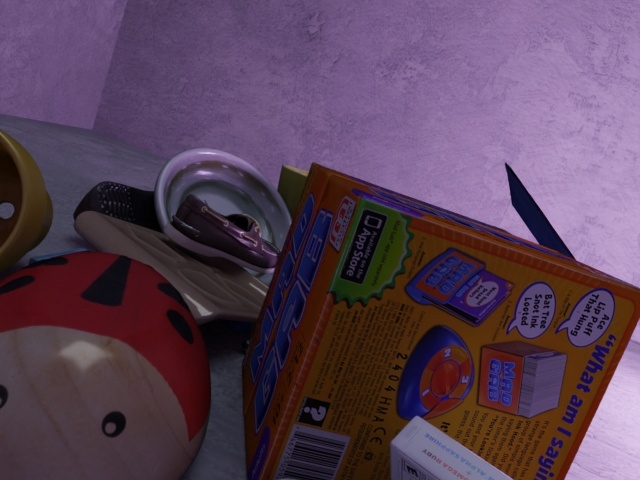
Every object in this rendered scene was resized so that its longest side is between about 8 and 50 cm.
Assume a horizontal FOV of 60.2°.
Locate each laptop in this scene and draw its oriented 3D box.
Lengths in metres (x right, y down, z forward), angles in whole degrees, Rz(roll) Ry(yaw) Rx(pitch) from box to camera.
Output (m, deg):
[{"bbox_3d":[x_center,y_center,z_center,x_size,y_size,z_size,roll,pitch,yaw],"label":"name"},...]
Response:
[{"bbox_3d":[0.395,0.120,1.070,0.236,0.408,0.382,25,2,22],"label":"laptop"}]

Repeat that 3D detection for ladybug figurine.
[{"bbox_3d":[-0.265,0.124,0.633,0.305,0.162,0.449,16,10,-18],"label":"ladybug figurine"}]

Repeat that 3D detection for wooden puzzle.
[{"bbox_3d":[-0.243,0.076,1.030,0.322,0.081,0.348,33,6,22],"label":"wooden puzzle"}]

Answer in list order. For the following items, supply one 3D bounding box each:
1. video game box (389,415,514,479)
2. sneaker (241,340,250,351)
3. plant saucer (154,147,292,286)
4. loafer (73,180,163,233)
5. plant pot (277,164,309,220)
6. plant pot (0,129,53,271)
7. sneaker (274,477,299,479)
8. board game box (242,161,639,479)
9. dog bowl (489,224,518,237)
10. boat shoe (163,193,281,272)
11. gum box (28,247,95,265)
[{"bbox_3d":[0.149,0.281,0.498,0.048,0.205,0.187,-33,44,-31],"label":"video game box"},{"bbox_3d":[-0.088,0.188,0.990,0.109,0.044,0.040,13,13,-26],"label":"sneaker"},{"bbox_3d":[-0.248,-0.043,1.400,0.400,0.100,0.401,26,47,-31],"label":"plant saucer"},{"bbox_3d":[-0.443,-0.054,1.351,0.130,0.134,0.366,-16,-20,23],"label":"loafer"},{"bbox_3d":[-0.030,-0.039,1.626,0.274,0.294,0.275,20,9,-3],"label":"plant pot"},{"bbox_3d":[-0.557,-0.058,0.893,0.253,0.254,0.239,19,-5,-6],"label":"plant pot"},{"bbox_3d":[0.066,0.254,0.409,0.137,0.210,0.366,14,11,-32],"label":"sneaker"},{"bbox_3d":[0.117,0.131,0.764,0.356,0.357,0.356,18,9,-12],"label":"board game box"},{"bbox_3d":[0.408,0.136,1.450,0.348,0.349,0.102,19,22,-6],"label":"dog bowl"},{"bbox_3d":[-0.183,-0.011,1.181,0.116,0.097,0.324,35,7,37],"label":"boat shoe"},{"bbox_3d":[-0.405,0.071,1.011,0.184,0.041,0.157,20,8,6],"label":"gum box"}]
